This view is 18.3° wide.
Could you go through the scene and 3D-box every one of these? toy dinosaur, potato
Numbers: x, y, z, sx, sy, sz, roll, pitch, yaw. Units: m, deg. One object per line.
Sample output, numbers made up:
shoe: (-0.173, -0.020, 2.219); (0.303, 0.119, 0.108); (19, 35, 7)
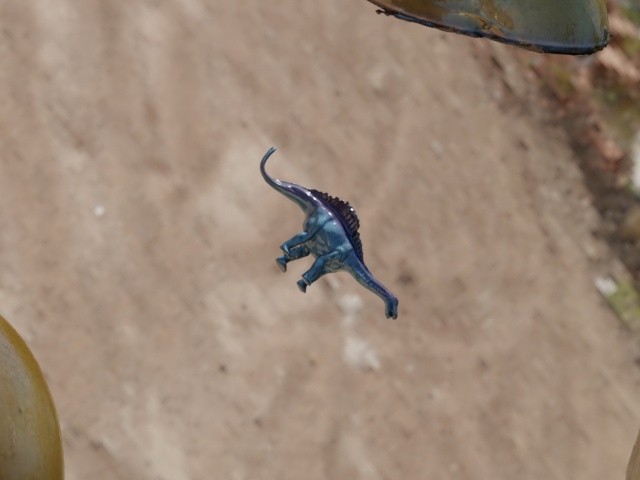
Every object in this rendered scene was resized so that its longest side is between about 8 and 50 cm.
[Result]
toy dinosaur: (0.000, 0.000, 1.781); (0.197, 0.080, 0.045); (52, -17, 15)
potato: (0.118, -0.214, 1.395); (0.182, 0.117, 0.202); (1, 24, -32)

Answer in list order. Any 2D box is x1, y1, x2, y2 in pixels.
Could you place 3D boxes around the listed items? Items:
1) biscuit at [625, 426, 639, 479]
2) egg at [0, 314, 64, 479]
biscuit: (0.315, 0.256, 1.422); (0.104, 0.429, 0.446); (14, 14, -19)
egg: (-0.365, 0.209, 1.744); (0.282, 0.283, 0.351); (27, 62, -53)
